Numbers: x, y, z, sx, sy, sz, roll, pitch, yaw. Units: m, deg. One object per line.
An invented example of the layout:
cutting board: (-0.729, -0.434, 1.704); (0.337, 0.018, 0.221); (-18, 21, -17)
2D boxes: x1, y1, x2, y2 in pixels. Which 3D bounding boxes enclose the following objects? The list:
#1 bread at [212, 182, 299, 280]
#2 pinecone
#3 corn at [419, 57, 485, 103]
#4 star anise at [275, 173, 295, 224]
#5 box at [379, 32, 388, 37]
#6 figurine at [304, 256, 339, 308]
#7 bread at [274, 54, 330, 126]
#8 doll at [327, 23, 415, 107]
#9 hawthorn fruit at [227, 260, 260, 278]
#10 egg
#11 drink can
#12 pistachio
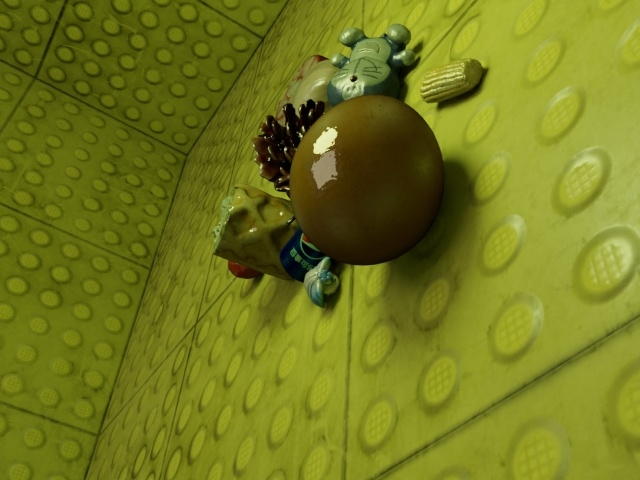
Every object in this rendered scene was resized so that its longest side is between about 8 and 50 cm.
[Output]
bread: (-0.138, -0.023, 1.801); (0.238, 0.252, 0.196); (-40, 35, 57)
pinecone: (-0.030, -0.244, 1.805); (0.264, 0.264, 0.264); (-50, 24, 32)
corn: (0.266, -0.329, 1.444); (0.085, 0.063, 0.165); (-44, 16, -19)
star anise: (0.008, -0.145, 1.663); (0.220, 0.190, 0.126); (-6, 22, 15)
box: (0.147, -0.479, 1.951); (0.115, 0.036, 0.177); (-40, 30, 49)
figurine: (0.004, 0.099, 1.561); (0.114, 0.079, 0.114); (0, -90, -84)
bread: (-0.047, -0.432, 2.251); (0.327, 0.114, 0.295); (-65, 20, -8)
doll: (0.118, -0.414, 1.753); (0.228, 0.154, 0.258); (6, 51, 26)
hawthorn fruit: (-0.215, 0.055, 2.075); (0.128, 0.128, 0.128); (-50, 24, 32)
egg: (0.086, -0.115, 1.297); (0.282, 0.283, 0.351); (-41, 28, 46)
drink can: (0.000, 0.000, 1.610); (0.205, 0.118, 0.118); (-51, 23, 30)
pistachio: (-0.009, -0.386, 2.002); (0.288, 0.166, 0.197); (-50, 65, 32)
